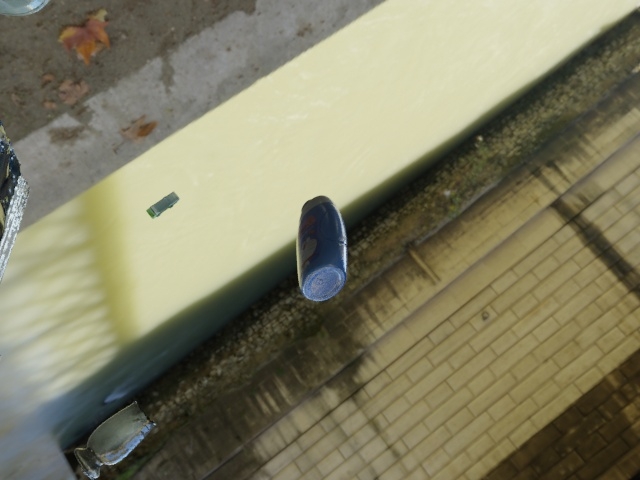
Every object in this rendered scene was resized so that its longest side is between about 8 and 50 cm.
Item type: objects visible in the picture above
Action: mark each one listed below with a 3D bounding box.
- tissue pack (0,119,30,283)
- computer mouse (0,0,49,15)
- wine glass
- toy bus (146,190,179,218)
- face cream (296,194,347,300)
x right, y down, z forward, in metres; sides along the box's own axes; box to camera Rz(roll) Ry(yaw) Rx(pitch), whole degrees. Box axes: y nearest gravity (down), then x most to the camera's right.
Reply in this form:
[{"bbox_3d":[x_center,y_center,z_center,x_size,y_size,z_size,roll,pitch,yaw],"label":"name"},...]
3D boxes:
[{"bbox_3d":[-0.638,0.014,0.836,0.264,0.417,0.253,5,148,-6],"label":"tissue pack"},{"bbox_3d":[-0.488,-0.430,0.866,0.097,0.288,0.160,17,93,-56],"label":"computer mouse"},{"bbox_3d":[-0.560,0.542,1.519,0.204,0.111,0.111,-41,165,-20],"label":"wine glass"},{"bbox_3d":[-0.368,-0.084,1.304,0.037,0.031,0.083,-31,-169,46],"label":"toy bus"},{"bbox_3d":[0.000,0.000,1.182,0.083,0.264,0.149,24,124,-23],"label":"face cream"}]
